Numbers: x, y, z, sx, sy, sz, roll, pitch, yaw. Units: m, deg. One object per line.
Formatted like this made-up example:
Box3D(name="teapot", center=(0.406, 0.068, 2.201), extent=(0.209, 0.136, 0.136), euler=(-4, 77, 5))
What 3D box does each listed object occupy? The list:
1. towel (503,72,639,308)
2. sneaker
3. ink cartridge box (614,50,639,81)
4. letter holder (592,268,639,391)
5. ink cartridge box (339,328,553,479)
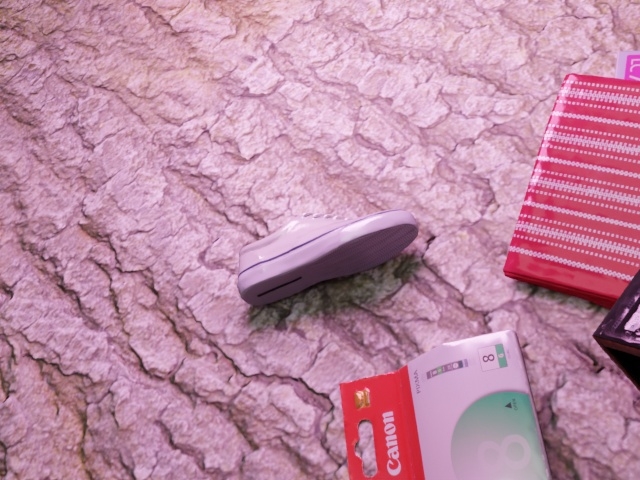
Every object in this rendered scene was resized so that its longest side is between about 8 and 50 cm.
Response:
Box3D(name="towel", center=(0.347, -0.058, 0.894), extent=(0.199, 0.031, 0.275), euler=(16, 84, 30))
Box3D(name="sneaker", center=(0.000, 0.000, 1.007), extent=(0.258, 0.094, 0.091), euler=(-20, 58, 11))
Box3D(name="ink cartridge box", center=(0.517, -0.151, 0.915), extent=(0.311, 0.065, 0.185), euler=(5, 62, 23))
Box3D(name="letter holder", center=(0.464, 0.060, 0.762), extent=(0.302, 0.214, 0.152), euler=(-50, 23, -12))
Box3D(name="ink cartridge box", center=(0.129, 0.210, 0.847), extent=(0.225, 0.056, 0.181), euler=(-14, 55, 12))
